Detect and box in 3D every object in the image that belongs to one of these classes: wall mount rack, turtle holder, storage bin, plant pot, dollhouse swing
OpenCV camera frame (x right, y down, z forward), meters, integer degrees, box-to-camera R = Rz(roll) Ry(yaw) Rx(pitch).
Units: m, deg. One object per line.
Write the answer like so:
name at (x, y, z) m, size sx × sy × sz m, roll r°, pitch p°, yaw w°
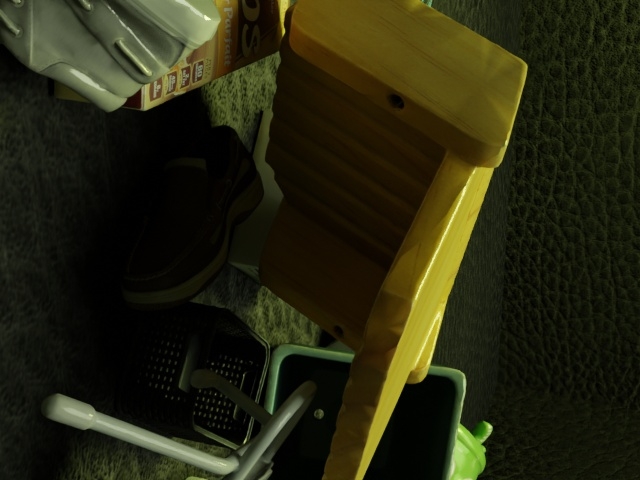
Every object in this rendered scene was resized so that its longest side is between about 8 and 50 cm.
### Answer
wall mount rack at (-0.159, 0.225, 0.871) m, size 0.350 × 0.130 × 0.304 m, roll -55°, pitch 169°, yaw 7°
turtle holder at (0.144, 0.400, 1.971) m, size 0.227 × 0.243 × 0.320 m, roll -57°, pitch -165°, yaw -22°
storage bin at (-0.125, 0.138, 1.124) m, size 0.180 × 0.084 × 0.122 m, roll 53°, pitch 49°, yaw -66°
plant pot at (0.042, 0.263, 1.497) m, size 0.252 × 0.248 × 0.247 m, roll -115°, pitch -146°, yaw -88°
dollhouse swing at (0.000, 0.000, 1.000) m, size 0.305 × 0.315 × 0.347 m, roll -43°, pitch 158°, yaw -34°

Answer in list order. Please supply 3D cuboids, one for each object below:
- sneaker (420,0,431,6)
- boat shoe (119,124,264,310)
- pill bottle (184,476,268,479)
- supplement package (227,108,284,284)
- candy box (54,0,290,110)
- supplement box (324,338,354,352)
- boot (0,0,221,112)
sneaker at (0.093, -0.324, 1.532) m, size 0.341 × 0.125 × 0.139 m, roll -30°, pitch 132°, yaw -66°
boat shoe at (-0.129, -0.033, 1.034) m, size 0.257 × 0.095 × 0.095 m, roll -67°, pitch 149°, yaw -59°
pill bottle at (-0.069, 0.318, 1.225) m, size 0.103 × 0.184 × 0.103 m, roll 9°, pitch 90°, yaw -73°
supplement package at (0.024, -0.032, 1.318) m, size 0.149 × 0.203 × 0.194 m, roll 45°, pitch 56°, yaw -70°
candy box at (-0.115, -0.236, 0.951) m, size 0.316 × 0.087 × 0.183 m, roll -43°, pitch 141°, yaw -63°
supplement box at (0.101, 0.148, 1.773) m, size 0.073 × 0.130 × 0.239 m, roll 58°, pitch 22°, yaw 0°
boot at (-0.192, -0.180, 0.717) m, size 0.258 × 0.123 × 0.095 m, roll 38°, pitch 21°, yaw -37°
